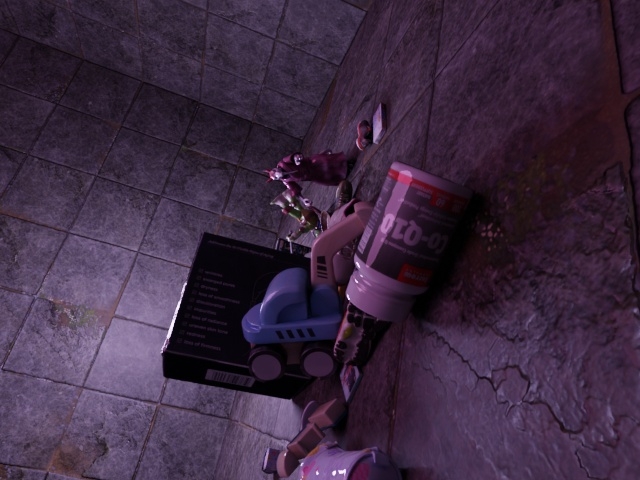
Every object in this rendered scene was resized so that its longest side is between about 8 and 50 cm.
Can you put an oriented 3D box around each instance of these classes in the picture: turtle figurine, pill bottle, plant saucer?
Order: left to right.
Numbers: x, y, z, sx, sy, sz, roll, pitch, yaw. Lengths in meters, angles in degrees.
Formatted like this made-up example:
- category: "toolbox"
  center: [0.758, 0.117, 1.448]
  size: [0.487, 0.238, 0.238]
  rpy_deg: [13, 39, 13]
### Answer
- category: "turtle figurine"
  center: [-0.116, -0.083, 1.877]
  size: [0.198, 0.266, 0.275]
  rpy_deg: [-43, 5, -25]
- category: "plant saucer"
  center: [0.042, -0.033, 1.567]
  size: [0.168, 0.029, 0.168]
  rpy_deg: [165, 90, -76]
- category: "pill bottle"
  center: [0.162, 0.004, 0.816]
  size: [0.161, 0.161, 0.283]
  rpy_deg: [-111, 40, -71]

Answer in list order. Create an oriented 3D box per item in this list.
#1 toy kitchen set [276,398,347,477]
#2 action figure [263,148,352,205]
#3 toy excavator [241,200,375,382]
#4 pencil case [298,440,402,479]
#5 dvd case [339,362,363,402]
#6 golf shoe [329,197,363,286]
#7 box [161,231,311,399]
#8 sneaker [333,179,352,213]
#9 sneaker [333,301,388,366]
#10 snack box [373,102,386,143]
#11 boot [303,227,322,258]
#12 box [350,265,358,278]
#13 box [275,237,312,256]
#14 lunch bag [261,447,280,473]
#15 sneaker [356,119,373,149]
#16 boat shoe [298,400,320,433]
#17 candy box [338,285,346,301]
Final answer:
- category: "toy kitchen set"
  center: [0.006, 0.526, 1.011]
  size: [0.207, 0.166, 0.122]
  rpy_deg: [-36, -10, -34]
- category: "action figure"
  center: [-0.065, -0.315, 1.774]
  size: [0.275, 0.370, 0.248]
  rpy_deg: [-115, 26, -44]
- category: "toy excavator"
  center: [-0.016, 0.133, 1.156]
  size: [0.222, 0.433, 0.445]
  rpy_deg: [-84, -13, -71]
- category: "pencil case"
  center: [0.050, 0.454, 0.794]
  size: [0.124, 0.113, 0.273]
  rpy_deg: [-56, 3, -29]
- category: "dvd case"
  center: [0.076, 0.340, 1.071]
  size: [0.119, 0.013, 0.087]
  rpy_deg: [-106, 36, -70]
- category: "golf shoe"
  center: [0.079, -0.004, 1.328]
  size: [0.140, 0.115, 0.306]
  rpy_deg: [130, 154, -53]
- category: "box"
  center: [-0.272, 0.279, 1.545]
  size: [0.297, 0.480, 0.471]
  rpy_deg: [118, 163, -52]
- category: "sneaker"
  center: [0.087, -0.127, 1.577]
  size: [0.086, 0.064, 0.192]
  rpy_deg: [-121, 44, -73]
- category: "sneaker"
  center: [0.101, 0.170, 1.004]
  size: [0.118, 0.107, 0.279]
  rpy_deg: [-78, 13, -62]
- category: "snack box"
  center: [0.215, -0.430, 1.528]
  size: [0.064, 0.022, 0.178]
  rpy_deg: [119, 163, -46]
- category: "boot"
  center: [0.002, 0.000, 1.740]
  size: [0.190, 0.076, 0.208]
  rpy_deg: [18, 97, 64]
- category: "box"
  center: [0.135, 0.035, 0.991]
  size: [0.162, 0.029, 0.116]
  rpy_deg: [-8, -57, -59]
- category: "box"
  center: [-0.140, 0.113, 1.967]
  size: [0.051, 0.175, 0.220]
  rpy_deg: [126, 158, -57]
- category: "lunch bag"
  center: [-0.176, 0.779, 1.475]
  size: [0.083, 0.053, 0.071]
  rpy_deg: [108, 173, -52]
- category: "sneaker"
  center: [0.183, -0.414, 1.617]
  size: [0.065, 0.061, 0.157]
  rpy_deg: [-24, 44, 38]
- category: "boat shoe"
  center: [-0.038, 0.531, 1.222]
  size: [0.040, 0.049, 0.142]
  rpy_deg: [-157, 83, -78]
- category: "candy box"
  center: [0.040, 0.183, 1.419]
  size: [0.206, 0.027, 0.105]
  rpy_deg: [151, 131, -73]
